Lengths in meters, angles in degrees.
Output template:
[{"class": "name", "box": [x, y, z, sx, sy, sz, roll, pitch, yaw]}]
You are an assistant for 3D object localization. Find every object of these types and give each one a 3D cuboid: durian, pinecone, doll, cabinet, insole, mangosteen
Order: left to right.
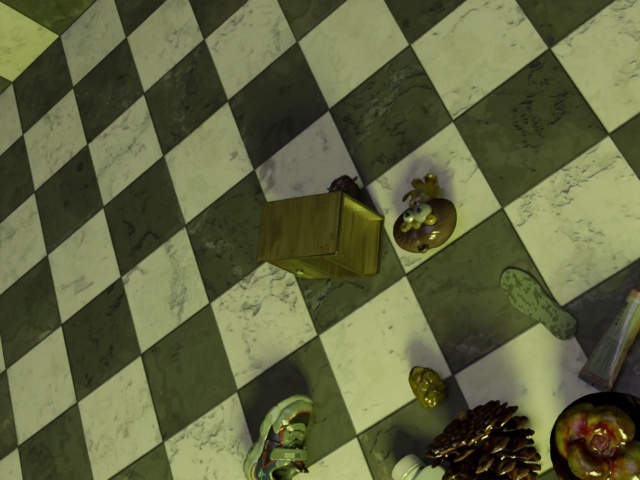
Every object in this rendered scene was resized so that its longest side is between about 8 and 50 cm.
[{"class": "cabinet", "box": [0.000, 0.000, 1.964, 0.215, 0.175, 0.148, -5, 70, 35]}, {"class": "durian", "box": [0.056, -0.109, 2.029, 0.091, 0.080, 0.080, -47, 52, 9]}, {"class": "doll", "box": [0.208, -0.053, 1.885, 0.145, 0.096, 0.188, -36, 45, 12]}, {"class": "pinecone", "box": [0.296, 0.386, 1.593, 0.208, 0.208, 0.207, -14, 65, 33]}, {"class": "insole", "box": [0.414, 0.120, 1.716, 0.065, 0.006, 0.193, -52, 51, 8]}, {"class": "mangosteen", "box": [0.470, 0.340, 1.465, 0.210, 0.210, 0.210, -14, 65, 33]}]

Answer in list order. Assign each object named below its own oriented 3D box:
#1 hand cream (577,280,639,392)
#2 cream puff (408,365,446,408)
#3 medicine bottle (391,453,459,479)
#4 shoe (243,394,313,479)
[{"class": "hand cream", "box": [0.532, 0.168, 1.592, 0.067, 0.043, 0.209, 34, 100, 42]}, {"class": "cream puff", "box": [0.212, 0.286, 1.777, 0.058, 0.083, 0.083, -27, 33, -22]}, {"class": "medicine bottle", "box": [0.215, 0.486, 1.687, 0.183, 0.069, 0.119, 41, 100, 38]}, {"class": "shoe", "box": [-0.071, 0.439, 1.895, 0.125, 0.099, 0.227, 38, 102, 47]}]
